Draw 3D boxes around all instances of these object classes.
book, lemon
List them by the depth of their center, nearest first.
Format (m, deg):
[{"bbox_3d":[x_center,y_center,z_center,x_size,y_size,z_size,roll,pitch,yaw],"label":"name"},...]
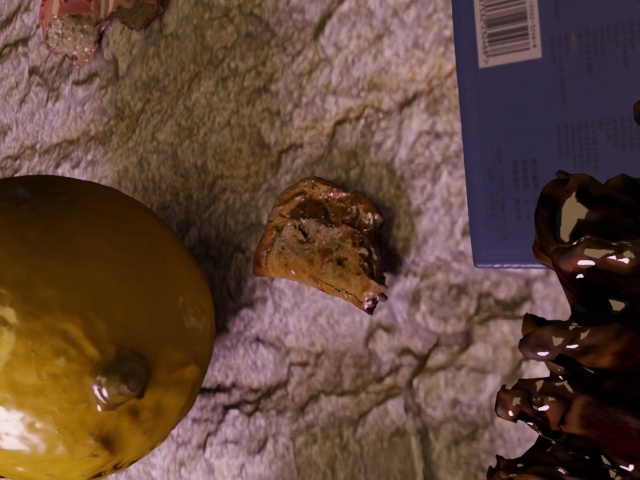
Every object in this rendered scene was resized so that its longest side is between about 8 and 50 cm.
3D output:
[{"bbox_3d":[0.181,-0.078,0.554,0.269,0.025,0.190,-1,95,49],"label":"book"},{"bbox_3d":[-0.220,0.069,0.856,0.284,0.261,0.260,-7,83,37],"label":"lemon"}]

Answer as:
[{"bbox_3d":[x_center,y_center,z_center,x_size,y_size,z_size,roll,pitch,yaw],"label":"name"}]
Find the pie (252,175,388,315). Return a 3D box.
[{"bbox_3d":[0.000,0.000,0.768,0.170,0.034,0.092,20,105,54],"label":"pie"}]

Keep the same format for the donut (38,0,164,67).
[{"bbox_3d":[-0.215,-0.242,1.000,0.166,0.065,0.117,-17,77,46],"label":"donut"}]

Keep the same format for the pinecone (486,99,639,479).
[{"bbox_3d":[0.183,0.069,0.408,0.244,0.244,0.257,-12,60,48],"label":"pinecone"}]
